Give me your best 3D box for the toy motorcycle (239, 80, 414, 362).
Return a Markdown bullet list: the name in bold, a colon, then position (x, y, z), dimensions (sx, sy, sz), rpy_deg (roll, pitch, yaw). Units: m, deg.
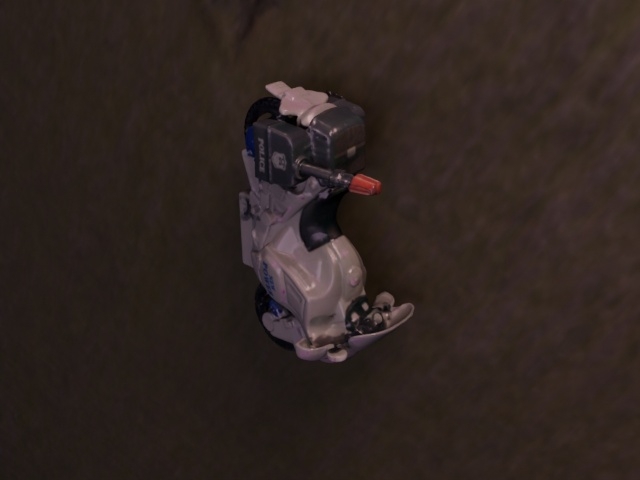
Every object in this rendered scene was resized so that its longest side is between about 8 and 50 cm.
- **toy motorcycle**: position (0.000, 0.000, 0.625), dimensions (0.150, 0.102, 0.221), rpy_deg (21, 124, 38)
